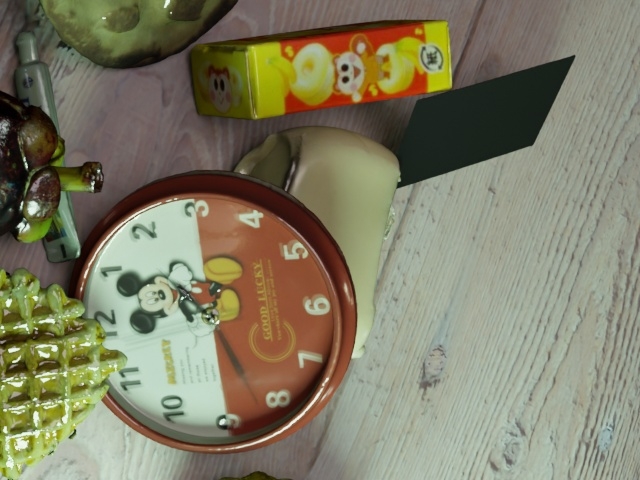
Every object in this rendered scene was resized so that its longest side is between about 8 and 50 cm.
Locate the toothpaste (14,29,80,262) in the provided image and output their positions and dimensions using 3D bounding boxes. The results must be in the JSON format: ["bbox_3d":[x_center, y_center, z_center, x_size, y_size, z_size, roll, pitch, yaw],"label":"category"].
[{"bbox_3d":[-0.299,-0.103,1.806,0.037,0.067,0.255,-8,86,-41],"label":"toothpaste"}]

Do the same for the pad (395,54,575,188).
[{"bbox_3d":[0.194,-0.142,2.042,0.245,0.170,0.006,-19,58,-29],"label":"pad"}]

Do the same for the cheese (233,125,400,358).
[{"bbox_3d":[0.000,0.000,1.926,0.233,0.127,0.266,22,77,-29],"label":"cheese"}]

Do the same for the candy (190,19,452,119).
[{"bbox_3d":[0.003,-0.202,1.931,0.276,0.146,0.088,-11,103,-31],"label":"candy"}]

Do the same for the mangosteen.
[{"bbox_3d":[-0.343,-0.068,1.716,0.184,0.172,0.172,44,66,-22],"label":"mangosteen"}]

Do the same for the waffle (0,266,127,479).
[{"bbox_3d":[-0.330,0.137,1.743,0.208,0.054,0.214,41,88,-13],"label":"waffle"}]

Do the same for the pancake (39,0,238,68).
[{"bbox_3d":[-0.183,-0.309,1.801,0.294,0.294,0.049,-32,56,-25],"label":"pancake"}]

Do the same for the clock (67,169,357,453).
[{"bbox_3d":[-0.118,0.080,1.802,0.318,0.080,0.319,2,104,6],"label":"clock"}]

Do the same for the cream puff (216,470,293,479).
[{"bbox_3d":[-0.063,0.373,1.834,0.244,0.196,0.244,34,46,-43],"label":"cream puff"}]
